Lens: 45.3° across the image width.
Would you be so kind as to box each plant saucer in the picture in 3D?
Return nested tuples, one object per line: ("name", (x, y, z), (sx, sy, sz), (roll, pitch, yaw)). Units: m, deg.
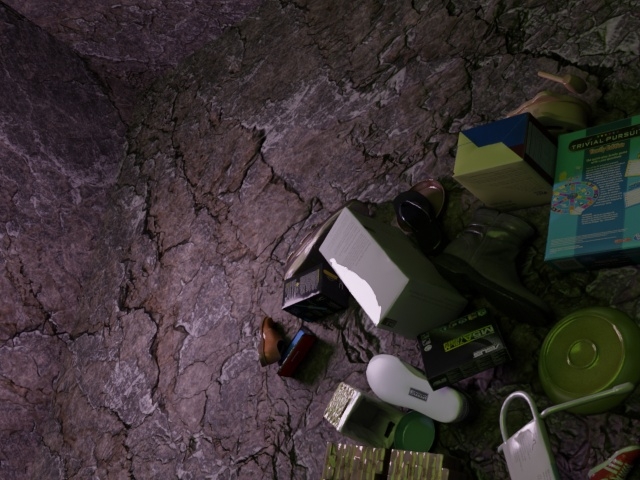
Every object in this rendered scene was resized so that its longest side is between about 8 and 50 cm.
("plant saucer", (0.228, 0.465, 1.825), (0.119, 0.021, 0.119), (-26, 49, 34))
("plant saucer", (0.554, 0.242, 1.602), (0.241, 0.037, 0.241), (-28, 46, 34))
("plant saucer", (0.287, -0.093, 2.160), (0.168, 0.029, 0.168), (-30, 44, 34))

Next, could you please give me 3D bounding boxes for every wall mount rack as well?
("wall mount rack", (0.473, 0.424, 1.438), (0.304, 0.130, 0.350), (-55, 31, 41))

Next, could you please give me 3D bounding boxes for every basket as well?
("basket", (0.106, 0.428, 1.877), (0.103, 0.167, 0.113), (23, 83, 58))

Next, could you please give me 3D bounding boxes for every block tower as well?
("block tower", (0.166, 0.527, 1.759), (0.335, 0.097, 0.091), (-5, 66, 38))

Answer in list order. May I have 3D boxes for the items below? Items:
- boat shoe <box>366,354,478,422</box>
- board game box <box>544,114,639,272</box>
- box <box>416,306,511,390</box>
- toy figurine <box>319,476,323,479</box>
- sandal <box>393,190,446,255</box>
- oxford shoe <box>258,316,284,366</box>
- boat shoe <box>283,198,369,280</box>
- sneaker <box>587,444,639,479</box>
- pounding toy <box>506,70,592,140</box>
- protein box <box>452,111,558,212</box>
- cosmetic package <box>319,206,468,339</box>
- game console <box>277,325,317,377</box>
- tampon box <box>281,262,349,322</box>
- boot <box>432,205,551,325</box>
("boat shoe", (0.241, 0.354, 1.824), (0.301, 0.102, 0.108), (14, 85, 46))
("board game box", (0.648, -0.106, 1.711), (0.254, 0.079, 0.336), (-11, 56, 45))
("box", (0.325, 0.245, 1.763), (0.191, 0.045, 0.184), (-24, 21, 11))
("toy figurine", (-0.061, 0.700, 1.825), (0.191, 0.217, 0.362), (25, 85, 53))
("sandal", (0.266, -0.062, 2.091), (0.097, 0.054, 0.254), (-47, 38, 14))
("oxford shoe", (-0.146, 0.304, 2.339), (0.076, 0.076, 0.212), (-15, 33, 4))
("boat shoe", (0.000, 0.000, 2.338), (0.355, 0.132, 0.130), (-47, 38, 12))
("sneaker", (0.564, 0.439, 1.441), (0.118, 0.042, 0.067), (-47, 33, 26))
("pounding toy", (0.583, -0.320, 1.902), (0.269, 0.154, 0.154), (-32, 40, 59))
("protein box", (0.468, -0.184, 1.872), (0.200, 0.201, 0.136), (-11, 56, 45))
("cosmetic package", (0.179, 0.087, 1.983), (0.156, 0.217, 0.385), (-60, 36, 15))
("game console", (-0.086, 0.319, 2.247), (0.085, 0.124, 0.144), (34, 92, 27))
("tampon box", (-0.014, 0.156, 2.248), (0.161, 0.120, 0.101), (-25, 48, 36))
("boot", (0.445, 0.042, 1.812), (0.222, 0.118, 0.338), (-47, 49, -12))
